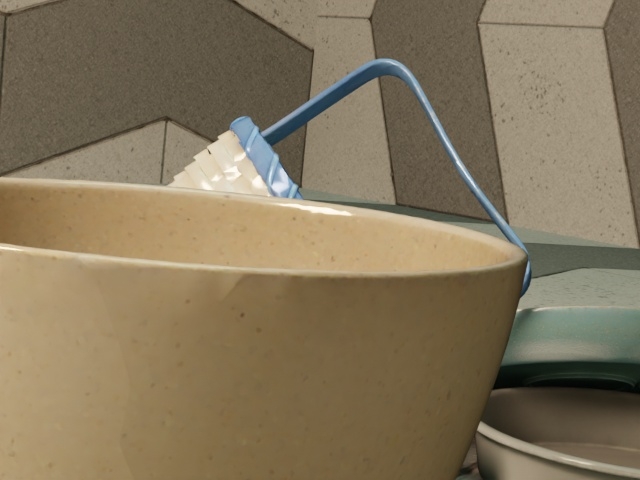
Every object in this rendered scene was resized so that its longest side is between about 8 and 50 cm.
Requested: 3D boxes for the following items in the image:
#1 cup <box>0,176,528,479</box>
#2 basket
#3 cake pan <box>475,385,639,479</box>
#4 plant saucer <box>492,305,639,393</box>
[{"bbox_3d":[-0.081,0.103,0.668,0.331,0.237,0.331,6,6,-1],"label":"cup"},{"bbox_3d":[0.000,0.000,1.189,0.289,0.255,0.201,-29,-27,1],"label":"basket"},{"bbox_3d":[0.257,0.176,1.131,0.293,0.054,0.293,5,6,-1],"label":"cake pan"},{"bbox_3d":[0.239,0.117,1.290,0.317,0.043,0.317,2,-15,0],"label":"plant saucer"}]
